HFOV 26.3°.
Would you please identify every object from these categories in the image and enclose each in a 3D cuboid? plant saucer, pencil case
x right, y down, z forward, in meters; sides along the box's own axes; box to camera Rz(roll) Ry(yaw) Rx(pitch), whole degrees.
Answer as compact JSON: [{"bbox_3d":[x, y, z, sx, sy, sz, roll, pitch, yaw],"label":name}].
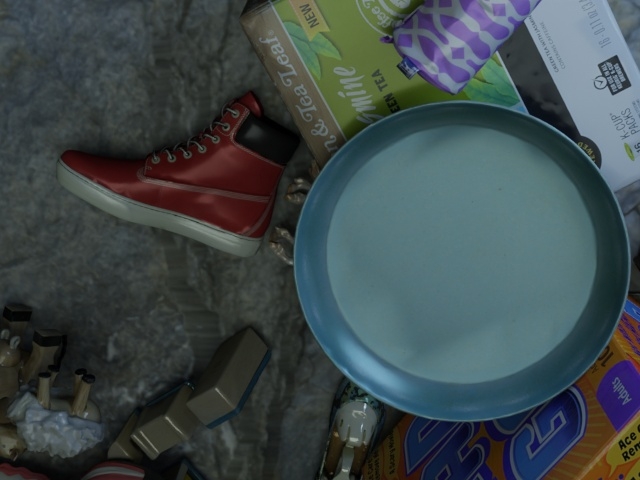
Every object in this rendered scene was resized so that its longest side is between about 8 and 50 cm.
[{"bbox_3d":[0.133,0.019,1.309,0.318,0.044,0.317,2,106,7],"label":"plant saucer"},{"bbox_3d":[0.149,-0.224,1.222,0.206,0.086,0.088,-47,75,13],"label":"pencil case"}]

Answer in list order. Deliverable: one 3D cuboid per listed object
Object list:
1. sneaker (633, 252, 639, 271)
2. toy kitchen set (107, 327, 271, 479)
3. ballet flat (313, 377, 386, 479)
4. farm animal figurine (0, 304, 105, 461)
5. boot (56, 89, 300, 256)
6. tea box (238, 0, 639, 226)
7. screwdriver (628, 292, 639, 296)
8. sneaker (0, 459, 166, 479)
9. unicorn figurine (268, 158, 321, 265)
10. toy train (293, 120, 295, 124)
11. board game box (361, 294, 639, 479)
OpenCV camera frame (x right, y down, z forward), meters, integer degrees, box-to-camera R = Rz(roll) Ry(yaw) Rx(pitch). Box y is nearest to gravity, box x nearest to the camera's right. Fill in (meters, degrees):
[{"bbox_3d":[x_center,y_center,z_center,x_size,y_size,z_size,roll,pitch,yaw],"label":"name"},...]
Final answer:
[{"bbox_3d":[0.410,-0.027,1.510,0.130,0.087,0.227,-8,108,5],"label":"sneaker"},{"bbox_3d":[-0.121,0.234,1.615,0.207,0.122,0.166,-31,107,32],"label":"toy kitchen set"},{"bbox_3d":[0.037,0.244,1.623,0.070,0.070,0.188,11,108,-3],"label":"ballet flat"},{"bbox_3d":[-0.438,0.160,1.527,0.327,0.330,0.172,7,109,-31],"label":"farm animal figurine"},{"bbox_3d":[-0.154,-0.100,1.500,0.244,0.088,0.176,17,108,-13],"label":"boot"},{"bbox_3d":[0.137,-0.175,1.395,0.323,0.220,0.329,-28,106,11],"label":"tea box"},{"bbox_3d":[0.370,0.061,1.583,0.170,0.025,0.024,0,110,10],"label":"screwdriver"},{"bbox_3d":[-0.302,0.340,1.584,0.314,0.136,0.116,-4,120,22],"label":"sneaker"},{"bbox_3d":[0.000,0.000,1.541,0.111,0.060,0.162,20,108,-5],"label":"unicorn figurine"},{"bbox_3d":[-0.002,-0.108,1.516,0.017,0.024,0.083,-39,92,-1],"label":"toy train"},{"bbox_3d":[0.308,0.292,1.456,0.356,0.356,0.356,34,105,-18],"label":"board game box"}]
